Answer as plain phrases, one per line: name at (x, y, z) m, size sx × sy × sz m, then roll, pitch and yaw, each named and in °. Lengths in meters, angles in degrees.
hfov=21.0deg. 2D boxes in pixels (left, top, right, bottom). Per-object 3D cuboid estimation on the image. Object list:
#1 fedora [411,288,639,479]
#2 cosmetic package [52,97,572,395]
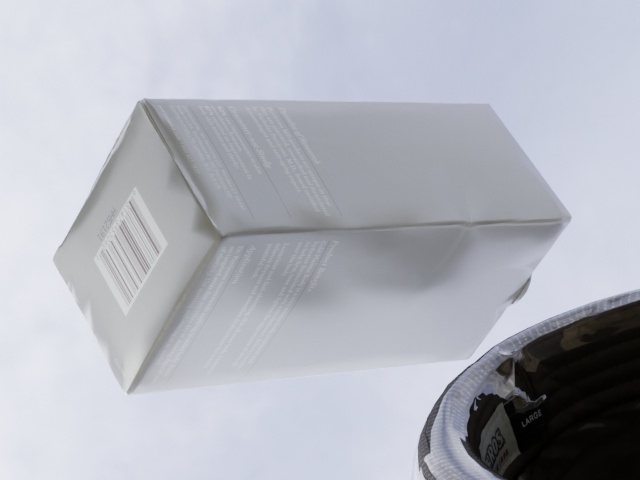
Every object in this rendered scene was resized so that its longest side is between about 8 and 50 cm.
fedora at (0.165, 0.096, 0.572) m, size 0.275 × 0.244 × 0.124 m, roll -5°, pitch -72°, yaw 37°
cosmetic package at (0.000, 0.000, 0.909) m, size 0.107 × 0.238 × 0.127 m, roll 57°, pitch -49°, yaw 30°
